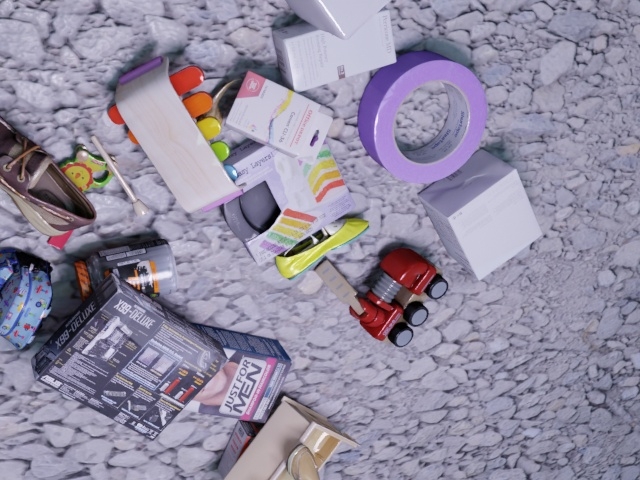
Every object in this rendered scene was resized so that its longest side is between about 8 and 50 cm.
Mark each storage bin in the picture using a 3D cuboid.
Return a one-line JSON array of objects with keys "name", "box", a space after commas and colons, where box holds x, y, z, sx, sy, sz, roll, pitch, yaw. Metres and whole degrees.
[{"name": "storage bin", "box": [-0.067, 0.538, 2.134, 0.262, 0.123, 0.260, -53, 142, -3]}]

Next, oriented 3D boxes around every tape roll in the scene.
[{"name": "tape roll", "box": [0.222, -0.267, 1.946, 0.275, 0.090, 0.274, -11, 118, -21]}]

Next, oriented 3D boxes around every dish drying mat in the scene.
[{"name": "dish drying mat", "box": [-0.507, -0.022, 1.777, 0.032, 0.008, 0.083, 29, 101, -32]}]

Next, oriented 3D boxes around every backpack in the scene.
[{"name": "backpack", "box": [-0.584, 0.116, 1.709, 0.117, 0.173, 0.158, 27, 101, -33]}]

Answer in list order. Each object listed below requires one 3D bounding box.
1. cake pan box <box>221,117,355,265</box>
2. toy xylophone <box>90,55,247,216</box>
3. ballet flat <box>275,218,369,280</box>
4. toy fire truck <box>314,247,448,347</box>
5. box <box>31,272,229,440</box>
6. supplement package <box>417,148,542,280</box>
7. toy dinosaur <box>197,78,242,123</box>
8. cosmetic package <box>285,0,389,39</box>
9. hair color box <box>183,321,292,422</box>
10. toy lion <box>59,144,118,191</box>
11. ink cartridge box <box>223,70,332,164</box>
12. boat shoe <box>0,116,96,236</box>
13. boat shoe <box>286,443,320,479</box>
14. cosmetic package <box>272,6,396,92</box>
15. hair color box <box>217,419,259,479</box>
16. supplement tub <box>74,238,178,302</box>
[{"name": "cake pan box", "box": [-0.087, -0.108, 1.894, 0.267, 0.070, 0.245, -30, 121, -9]}, {"name": "toy xylophone", "box": [-0.294, -0.180, 1.717, 0.236, 0.081, 0.322, -17, 115, 11]}, {"name": "ballet flat", "box": [0.000, 0.000, 1.987, 0.231, 0.077, 0.077, -33, 107, -5]}, {"name": "toy fire truck", "box": [0.133, 0.102, 2.067, 0.246, 0.158, 0.217, 28, 101, -43]}, {"name": "box", "box": [-0.376, 0.239, 1.792, 0.242, 0.076, 0.307, -47, 125, 6]}, {"name": "supplement package", "box": [0.370, -0.061, 2.077, 0.194, 0.149, 0.203, -35, 124, -6]}, {"name": "toy dinosaur", "box": [-0.228, -0.252, 1.779, 0.093, 0.053, 0.183, 6, 115, -42]}, {"name": "cosmetic package", "box": [-0.065, -0.590, 1.571, 0.161, 0.230, 0.453, -42, 125, -2]}, {"name": "hair color box", "box": [-0.255, 0.287, 1.986, 0.347, 0.105, 0.173, 16, 106, -29]}, {"name": "toy lion", "box": [-0.455, -0.131, 1.736, 0.100, 0.034, 0.096, 19, 112, -31]}, {"name": "ink cartridge box", "box": [-0.078, -0.240, 1.777, 0.198, 0.067, 0.115, 23, 86, -10]}, {"name": "boat shoe", "box": [-0.533, -0.137, 1.613, 0.342, 0.123, 0.123, 56, 43, -37]}, {"name": "boat shoe", "box": [-0.025, 0.532, 2.014, 0.068, 0.072, 0.190, -36, 139, -23]}, {"name": "cosmetic package", "box": [0.030, -0.389, 1.800, 0.231, 0.085, 0.117, -20, 121, -14]}, {"name": "hair color box", "box": [-0.194, 0.509, 2.143, 0.043, 0.072, 0.141, 15, 108, -31]}, {"name": "supplement tub", "box": [-0.392, 0.069, 1.809, 0.190, 0.117, 0.117, -13, 119, -19]}]
